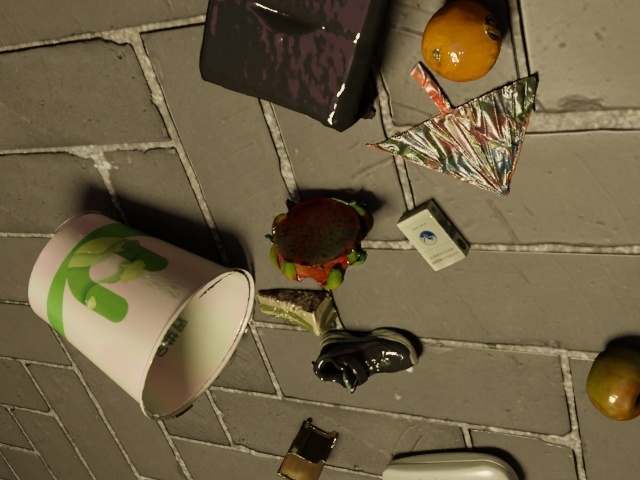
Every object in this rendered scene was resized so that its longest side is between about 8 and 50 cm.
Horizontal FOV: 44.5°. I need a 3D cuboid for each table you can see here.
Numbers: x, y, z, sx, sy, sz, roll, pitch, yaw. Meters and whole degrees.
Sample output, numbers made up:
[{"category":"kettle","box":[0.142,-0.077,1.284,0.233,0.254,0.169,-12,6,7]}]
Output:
[{"category":"table","box":[-0.020,0.364,1.343,0.070,0.083,0.082,25,127,7]}]

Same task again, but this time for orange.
[{"category":"orange","box":[0.142,-0.200,0.791,0.083,0.083,0.084,16,132,19]}]

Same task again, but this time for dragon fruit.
[{"category":"dragon fruit","box":[0.000,0.000,1.024,0.175,0.138,0.142,89,161,-70]}]

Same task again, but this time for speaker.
[{"category":"speaker","box":[0.009,-0.287,0.776,0.180,0.184,0.388,23,123,11]}]

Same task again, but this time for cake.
[{"category":"cake","box":[-0.037,0.099,1.178,0.140,0.055,0.051,14,135,44]}]

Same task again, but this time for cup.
[{"category":"cup","box":[-0.275,0.098,1.185,0.274,0.253,0.253,28,135,21]}]

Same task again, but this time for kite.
[{"category":"kite","box":[0.157,-0.120,0.895,0.232,0.009,0.189,-23,111,41]}]

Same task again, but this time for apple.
[{"category":"apple","box":[0.365,0.175,0.953,0.074,0.089,0.090,20,134,33]}]

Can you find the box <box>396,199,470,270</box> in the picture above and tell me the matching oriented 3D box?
[{"category":"box","box":[0.143,-0.005,0.987,0.083,0.024,0.054,49,136,-13]}]

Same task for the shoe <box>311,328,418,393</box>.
[{"category":"shoe","box":[0.056,0.183,1.138,0.169,0.099,0.071,-4,120,32]}]

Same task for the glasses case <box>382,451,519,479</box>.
[{"category":"glasses case","box":[0.202,0.382,1.238,0.233,0.059,0.092,-14,118,39]}]
